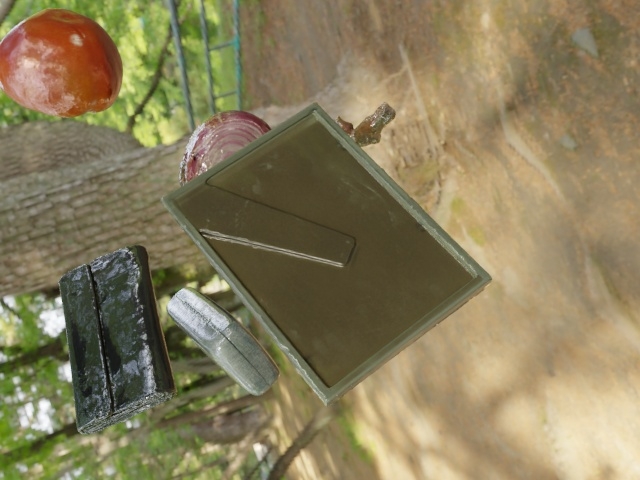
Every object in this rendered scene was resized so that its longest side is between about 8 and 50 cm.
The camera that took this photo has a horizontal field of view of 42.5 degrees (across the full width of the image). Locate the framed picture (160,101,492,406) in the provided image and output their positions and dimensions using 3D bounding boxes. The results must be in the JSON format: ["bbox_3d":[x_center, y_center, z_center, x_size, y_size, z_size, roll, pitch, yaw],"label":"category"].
[{"bbox_3d":[0.000,0.000,1.303,0.446,0.326,0.028,49,162,24],"label":"framed picture"}]

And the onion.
[{"bbox_3d":[-0.191,-0.153,1.779,0.256,0.272,0.230,-24,61,44],"label":"onion"}]

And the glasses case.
[{"bbox_3d":[-0.177,0.167,1.433,0.131,0.074,0.323,50,167,-23],"label":"glasses case"}]

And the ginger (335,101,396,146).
[{"bbox_3d":[0.098,-0.335,2.543,0.084,0.290,0.122,61,-174,-76],"label":"ginger"}]

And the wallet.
[{"bbox_3d":[-0.458,0.208,1.826,0.062,0.228,0.406,65,-177,-53],"label":"wallet"}]

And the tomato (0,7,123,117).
[{"bbox_3d":[-0.506,-0.352,1.620,0.260,0.260,0.180,-119,35,-47],"label":"tomato"}]
